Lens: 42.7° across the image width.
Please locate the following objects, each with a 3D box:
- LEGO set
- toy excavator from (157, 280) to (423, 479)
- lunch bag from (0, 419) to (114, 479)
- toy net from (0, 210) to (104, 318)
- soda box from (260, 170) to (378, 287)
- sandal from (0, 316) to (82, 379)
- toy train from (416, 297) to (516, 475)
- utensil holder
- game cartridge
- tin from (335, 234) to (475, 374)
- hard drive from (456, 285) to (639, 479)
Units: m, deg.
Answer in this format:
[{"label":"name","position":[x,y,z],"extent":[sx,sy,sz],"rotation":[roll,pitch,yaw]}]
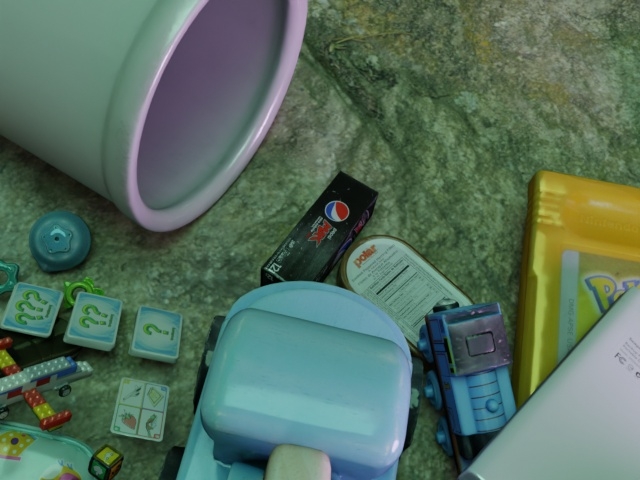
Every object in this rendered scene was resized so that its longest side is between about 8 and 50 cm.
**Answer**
[{"label":"LEGO set","position":[-0.227,0.116,0.782],"extent":[0.182,0.060,0.244],"rotation":[14,31,-12]},{"label":"toy excavator","position":[-0.027,0.182,0.612],"extent":[0.222,0.445,0.433],"rotation":[13,58,1]},{"label":"lunch bag","position":[-0.329,0.271,0.719],"extent":[0.279,0.108,0.224],"rotation":[12,58,1]},{"label":"toy net","position":[-0.362,0.046,0.894],"extent":[0.232,0.045,0.122],"rotation":[-14,91,-12]},{"label":"soda box","position":[0.000,0.000,0.954],"extent":[0.060,0.053,0.169],"rotation":[32,61,11]},{"label":"sandal","position":[-0.338,0.122,0.805],"extent":[0.090,0.060,0.219],"rotation":[42,28,25]},{"label":"toy train","position":[0.152,0.149,0.832],"extent":[0.080,0.105,0.184],"rotation":[-10,86,-11]},{"label":"utensil holder","position":[-0.261,-0.242,0.913],"extent":[0.385,0.328,0.328],"rotation":[29,60,12]},{"label":"game cartridge","position":[0.362,0.094,0.911],"extent":[0.285,0.053,0.324],"rotation":[10,71,-1]},{"label":"tin","position":[0.102,0.070,0.937],"extent":[0.189,0.040,0.106],"rotation":[42,59,17]},{"label":"hard drive","position":[0.294,0.199,0.774],"extent":[0.203,0.040,0.307],"rotation":[46,56,12]}]
